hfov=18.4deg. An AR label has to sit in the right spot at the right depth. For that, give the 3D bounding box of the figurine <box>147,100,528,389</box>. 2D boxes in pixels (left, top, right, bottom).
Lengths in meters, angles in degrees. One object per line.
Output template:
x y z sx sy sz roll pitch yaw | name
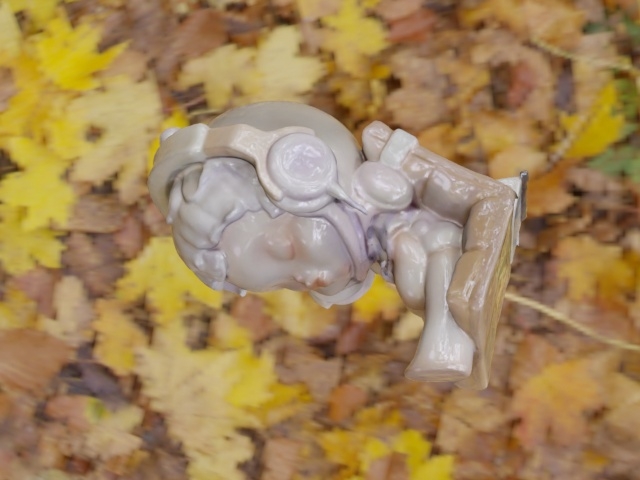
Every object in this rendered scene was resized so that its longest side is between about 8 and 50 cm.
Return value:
0.001 -0.003 1.146 0.237 0.162 0.141 20 66 12 | figurine
